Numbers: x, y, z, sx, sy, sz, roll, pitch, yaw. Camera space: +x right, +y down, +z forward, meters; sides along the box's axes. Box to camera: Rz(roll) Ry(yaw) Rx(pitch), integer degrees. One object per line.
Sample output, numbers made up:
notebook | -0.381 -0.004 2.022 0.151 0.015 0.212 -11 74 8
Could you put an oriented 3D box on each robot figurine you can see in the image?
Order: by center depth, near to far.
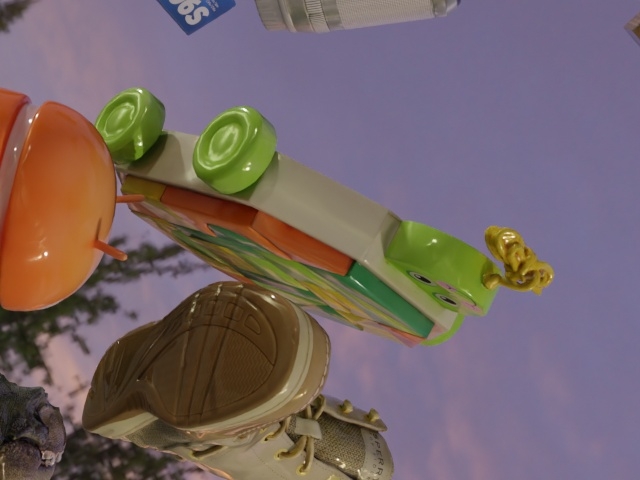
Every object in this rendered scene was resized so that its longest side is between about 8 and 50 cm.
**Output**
robot figurine | -0.213 -0.029 0.597 0.158 0.219 0.128 121 -21 -68

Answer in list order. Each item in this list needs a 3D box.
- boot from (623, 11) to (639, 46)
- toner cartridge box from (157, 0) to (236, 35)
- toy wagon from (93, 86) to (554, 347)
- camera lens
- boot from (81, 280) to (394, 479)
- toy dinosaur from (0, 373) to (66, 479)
boot | 0.315 -0.326 0.968 0.295 0.211 0.104 45 14 -14
toner cartridge box | -0.215 -0.380 1.141 0.165 0.075 0.348 61 7 24
toy wagon | 0.000 0.000 0.747 0.344 0.068 0.267 16 -16 45
camera lens | 0.052 -0.392 1.392 0.219 0.274 0.219 -6 90 -82
boot | -0.022 0.118 0.706 0.203 0.095 0.262 28 -30 -26
toy dinosaur | -0.103 0.113 0.229 0.268 0.064 0.118 -130 -121 -74
